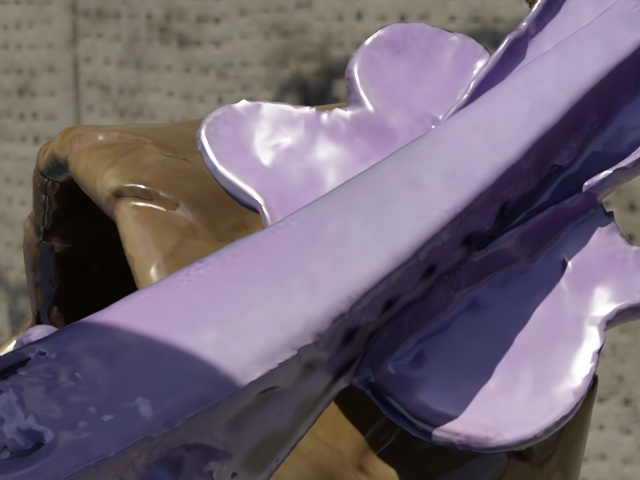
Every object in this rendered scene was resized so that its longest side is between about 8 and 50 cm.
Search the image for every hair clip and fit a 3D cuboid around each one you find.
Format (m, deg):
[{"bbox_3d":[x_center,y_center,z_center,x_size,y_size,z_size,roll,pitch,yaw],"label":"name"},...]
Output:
[{"bbox_3d":[-0.003,0.011,0.527,0.137,0.278,0.090,40,146,31],"label":"hair clip"}]

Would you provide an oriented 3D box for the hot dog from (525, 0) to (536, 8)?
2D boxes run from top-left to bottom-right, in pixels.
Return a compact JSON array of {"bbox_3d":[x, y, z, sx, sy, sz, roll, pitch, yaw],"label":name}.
[{"bbox_3d":[0.071,-0.166,0.736,0.083,0.068,0.289,-3,130,48],"label":"hot dog"}]

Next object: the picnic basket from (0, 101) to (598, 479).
[{"bbox_3d":[-0.092,0.128,0.716,0.293,0.337,0.337,53,131,55],"label":"picnic basket"}]
